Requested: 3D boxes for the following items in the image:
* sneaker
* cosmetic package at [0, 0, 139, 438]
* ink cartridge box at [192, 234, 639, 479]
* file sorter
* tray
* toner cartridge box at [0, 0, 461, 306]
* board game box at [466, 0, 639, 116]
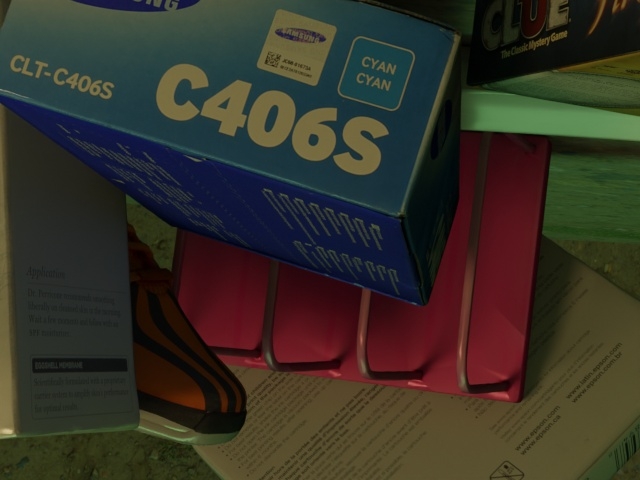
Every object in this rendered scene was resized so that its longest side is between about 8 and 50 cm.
[{"bbox_3d":[-0.150,-0.014,0.878,0.321,0.180,0.124,34,-172,21],"label":"sneaker"},{"bbox_3d":[-0.233,0.000,0.749,0.224,0.224,0.138,-6,172,19],"label":"cosmetic package"},{"bbox_3d":[0.075,0.116,1.091,0.330,0.324,0.071,38,163,35],"label":"ink cartridge box"},{"bbox_3d":[0.000,0.000,0.996,0.291,0.202,0.182,6,175,20],"label":"file sorter"},{"bbox_3d":[0.114,-0.078,0.715,0.270,0.030,0.145,5,179,16],"label":"tray"},{"bbox_3d":[-0.020,-0.041,0.649,0.165,0.075,0.348,16,174,7],"label":"toner cartridge box"},{"bbox_3d":[0.202,-0.067,0.515,0.243,0.042,0.165,7,178,-21],"label":"board game box"}]
